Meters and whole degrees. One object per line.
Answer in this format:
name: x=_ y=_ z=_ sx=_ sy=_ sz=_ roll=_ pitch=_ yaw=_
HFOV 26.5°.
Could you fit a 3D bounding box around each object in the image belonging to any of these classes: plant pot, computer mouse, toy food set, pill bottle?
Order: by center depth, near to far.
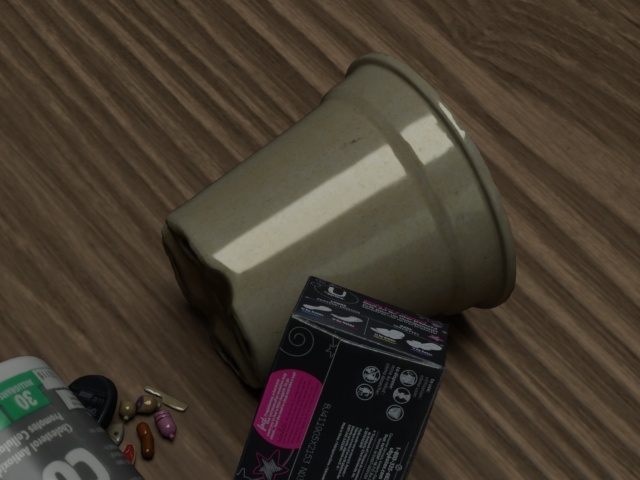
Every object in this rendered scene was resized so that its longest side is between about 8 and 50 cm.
pill bottle: x=-0.227 y=0.301 z=1.252 sx=0.204 sy=0.204 sz=0.361 roll=-35 pitch=75 yaw=-33
computer mouse: x=-0.289 y=0.243 z=1.447 sx=0.071 sy=0.041 sz=0.242 roll=14 pitch=53 yaw=27
toy food set: x=-0.201 y=0.209 z=1.497 sx=0.078 sy=0.019 sz=0.122 roll=24 pitch=49 yaw=14
plant pot: x=0.000 y=0.000 z=1.544 sx=0.305 sy=0.334 sz=0.334 roll=-29 pitch=57 yaw=-16

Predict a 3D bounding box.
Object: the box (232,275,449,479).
box: x=0.016 y=0.186 z=1.369 sx=0.163 sy=0.247 sz=0.142 roll=19 pitch=17 yaw=1
